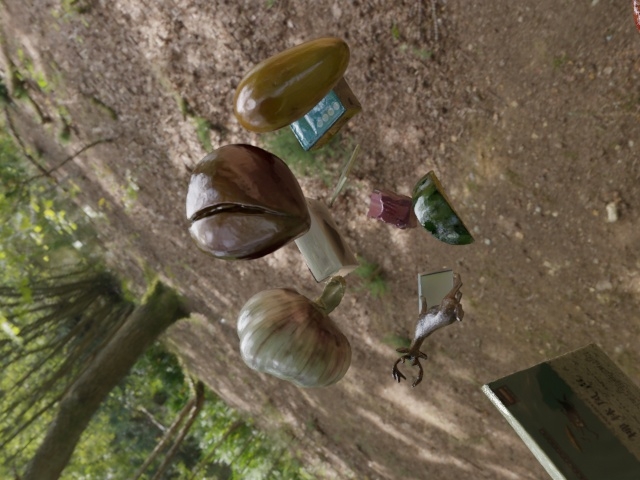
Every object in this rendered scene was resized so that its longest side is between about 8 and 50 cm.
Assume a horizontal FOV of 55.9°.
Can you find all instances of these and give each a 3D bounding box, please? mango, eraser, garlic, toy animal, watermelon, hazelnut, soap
[{"bbox_3d":[-0.056,-0.271,1.054,0.253,0.138,0.113,-28,76,31],"label":"mango"},{"bbox_3d":[0.343,0.157,1.782,0.023,0.103,0.150,-121,23,-64],"label":"eraser"},{"bbox_3d":[-0.026,0.159,1.189,0.245,0.253,0.245,29,-160,-12],"label":"garlic"},{"bbox_3d":[0.273,0.219,1.524,0.087,0.260,0.243,28,134,-1],"label":"toy animal"},{"bbox_3d":[0.236,-0.061,1.237,0.092,0.075,0.182,17,-138,-62],"label":"watermelon"},{"bbox_3d":[-0.106,-0.055,0.960,0.208,0.208,0.208,31,154,17],"label":"hazelnut"},{"bbox_3d":[0.262,-0.113,2.128,0.182,0.112,0.289,10,-171,-11],"label":"soap"}]

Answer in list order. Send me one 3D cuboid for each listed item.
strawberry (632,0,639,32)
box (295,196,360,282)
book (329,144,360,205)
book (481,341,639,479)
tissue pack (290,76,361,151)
[{"bbox_3d":[0.660,-0.445,1.156,0.148,0.131,0.131,31,154,13],"label":"strawberry"},{"bbox_3d":[0.000,0.000,1.858,0.252,0.106,0.203,60,-164,11],"label":"box"},{"bbox_3d":[0.072,-0.193,1.811,0.014,0.127,0.182,24,152,-3],"label":"book"},{"bbox_3d":[0.500,0.327,1.113,0.264,0.379,0.031,52,133,34],"label":"book"},{"bbox_3d":[0.007,-0.320,1.506,0.169,0.082,0.120,-41,75,38],"label":"tissue pack"}]
